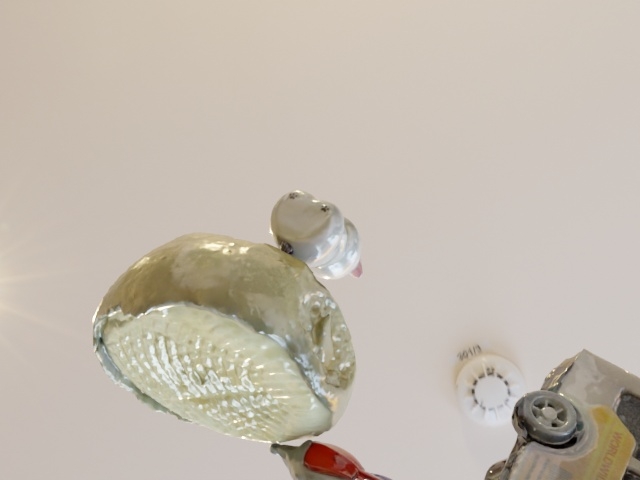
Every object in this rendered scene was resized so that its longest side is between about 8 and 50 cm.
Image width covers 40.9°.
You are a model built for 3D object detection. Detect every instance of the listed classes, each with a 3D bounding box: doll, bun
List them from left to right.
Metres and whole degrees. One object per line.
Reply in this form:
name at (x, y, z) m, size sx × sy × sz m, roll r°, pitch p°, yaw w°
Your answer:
bun at (-0.118, 0.122, 1.193) m, size 0.364 × 0.364 × 0.202 m, roll 10°, pitch -129°, yaw 11°
doll at (-0.001, -0.004, 1.250) m, size 0.110 × 0.180 × 0.107 m, roll 23°, pitch -93°, yaw 27°
doll at (0.024, 0.325, 1.183) m, size 0.227 × 0.102 × 0.075 m, roll 16°, pitch -77°, yaw 26°

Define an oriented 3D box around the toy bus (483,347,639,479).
toy bus at (0.147, 0.215, 0.555) m, size 0.138 × 0.342 × 0.097 m, roll 27°, pitch -46°, yaw 21°
